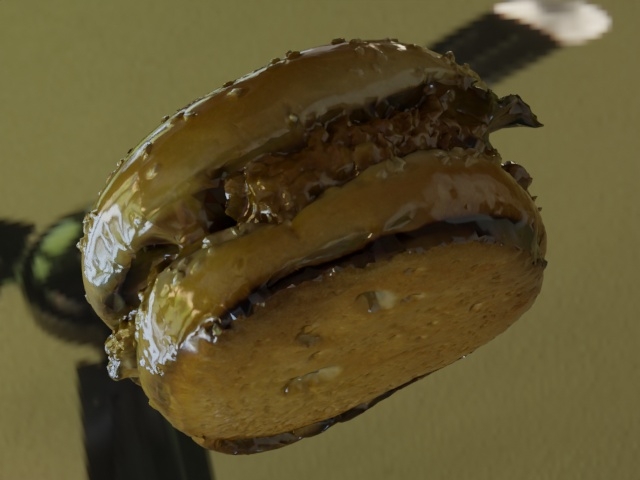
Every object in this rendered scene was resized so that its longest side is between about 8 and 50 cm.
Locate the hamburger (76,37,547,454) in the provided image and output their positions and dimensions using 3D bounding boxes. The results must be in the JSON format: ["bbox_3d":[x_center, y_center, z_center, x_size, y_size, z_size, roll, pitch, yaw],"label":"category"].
[{"bbox_3d":[-0.006,0.005,0.787,0.182,0.191,0.118,-12,-119,-22],"label":"hamburger"}]
